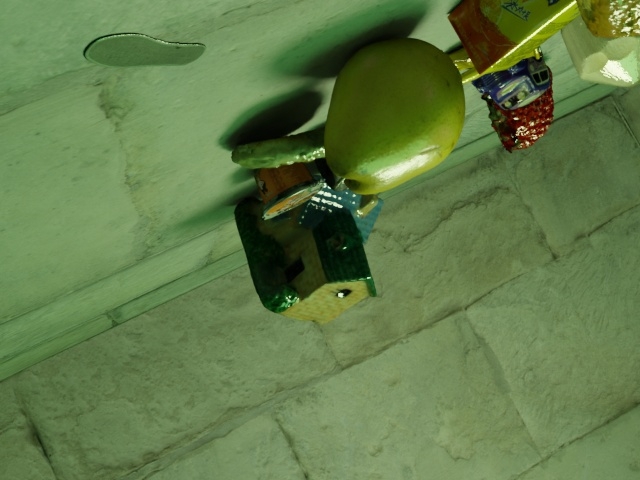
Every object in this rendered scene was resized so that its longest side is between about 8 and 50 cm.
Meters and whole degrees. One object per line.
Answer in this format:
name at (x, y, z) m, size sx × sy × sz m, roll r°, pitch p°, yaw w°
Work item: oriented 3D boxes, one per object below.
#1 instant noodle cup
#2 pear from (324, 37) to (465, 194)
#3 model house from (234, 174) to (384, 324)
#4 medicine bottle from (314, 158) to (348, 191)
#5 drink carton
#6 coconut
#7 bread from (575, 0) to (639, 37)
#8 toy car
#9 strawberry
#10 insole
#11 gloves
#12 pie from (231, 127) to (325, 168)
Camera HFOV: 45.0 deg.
instant noodle cup at (-0.097, -0.156, 2.022) m, size 0.208 × 0.125 × 0.177 m, roll -30°, pitch 174°, yaw 18°
pear at (0.132, -0.252, 1.548) m, size 0.336 × 0.285 × 0.285 m, roll -25°, pitch 173°, yaw -21°
model house at (0.000, 0.000, 2.245) m, size 0.334 × 0.382 × 0.342 m, roll 18°, pitch 136°, yaw -43°
medicine bottle at (0.127, -0.249, 2.017) m, size 0.273 × 0.165 × 0.165 m, roll -25°, pitch 173°, yaw -12°
drink carton at (0.419, -0.474, 1.482) m, size 0.111 × 0.154 × 0.351 m, roll -22°, pitch 172°, yaw -38°
coconut at (0.772, -0.524, 2.024) m, size 0.237 × 0.266 × 0.237 m, roll -18°, pitch 174°, yaw -2°
bread at (0.466, -0.468, 1.149) m, size 0.204 × 0.337 × 0.358 m, roll -4°, pitch 179°, yaw 19°
toy car at (0.524, -0.444, 2.113) m, size 0.172 × 0.158 × 0.235 m, roll -33°, pitch 172°, yaw 38°
strawberry at (0.655, -0.429, 2.476) m, size 0.257 × 0.261 × 0.261 m, roll -21°, pitch 174°, yaw 3°
insole at (-0.246, -0.267, 1.105) m, size 0.080 × 0.003 × 0.232 m, roll -31°, pitch 172°, yaw 31°
gloves at (0.383, -0.441, 1.900) m, size 0.294 × 0.116 × 0.133 m, roll -22°, pitch 168°, yaw 15°
pie at (-0.059, -0.204, 1.723) m, size 0.306 × 0.071 × 0.306 m, roll -11°, pitch -173°, yaw 1°
